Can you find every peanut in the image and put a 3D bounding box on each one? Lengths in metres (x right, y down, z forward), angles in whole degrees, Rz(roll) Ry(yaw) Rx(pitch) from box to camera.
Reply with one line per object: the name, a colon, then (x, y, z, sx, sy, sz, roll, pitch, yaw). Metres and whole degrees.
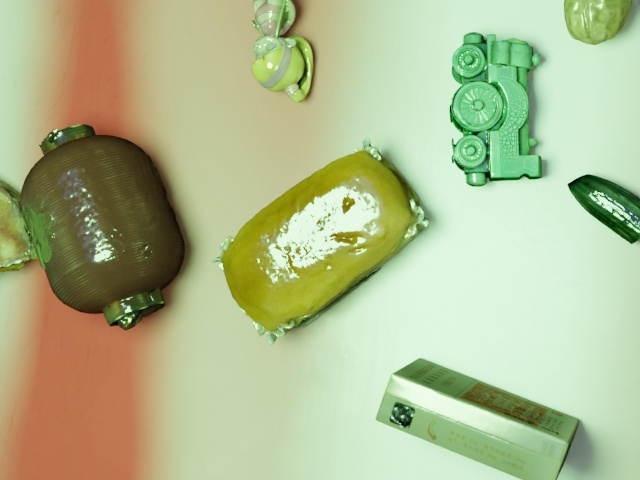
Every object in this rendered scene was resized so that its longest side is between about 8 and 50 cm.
peanut: (0.320, -0.301, 1.233, 0.080, 0.080, 0.174, 14, 86, 17)

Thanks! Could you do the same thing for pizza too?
pizza: (-0.488, -0.024, 1.448, 0.305, 0.085, 0.161, 21, 71, 14)

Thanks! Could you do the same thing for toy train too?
toy train: (0.199, -0.151, 1.262, 0.105, 0.071, 0.178, -1, 88, 9)

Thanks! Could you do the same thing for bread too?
bread: (0.000, 0.000, 1.293, 0.241, 0.107, 0.136, -37, 80, 12)

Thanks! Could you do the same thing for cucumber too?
cucumber: (0.325, -0.041, 1.231, 0.105, 0.048, 0.048, 38, 97, 17)

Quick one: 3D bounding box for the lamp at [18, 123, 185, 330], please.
lamp: (-0.264, -0.014, 1.343, 0.180, 0.180, 0.258, -24, 82, 14)

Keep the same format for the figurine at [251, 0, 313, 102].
figurine: (-0.048, -0.259, 1.348, 0.083, 0.083, 0.187, -12, 71, 15)

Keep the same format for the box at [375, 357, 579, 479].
box: (0.175, 0.197, 1.211, 0.201, 0.141, 0.058, 21, 98, 18)
